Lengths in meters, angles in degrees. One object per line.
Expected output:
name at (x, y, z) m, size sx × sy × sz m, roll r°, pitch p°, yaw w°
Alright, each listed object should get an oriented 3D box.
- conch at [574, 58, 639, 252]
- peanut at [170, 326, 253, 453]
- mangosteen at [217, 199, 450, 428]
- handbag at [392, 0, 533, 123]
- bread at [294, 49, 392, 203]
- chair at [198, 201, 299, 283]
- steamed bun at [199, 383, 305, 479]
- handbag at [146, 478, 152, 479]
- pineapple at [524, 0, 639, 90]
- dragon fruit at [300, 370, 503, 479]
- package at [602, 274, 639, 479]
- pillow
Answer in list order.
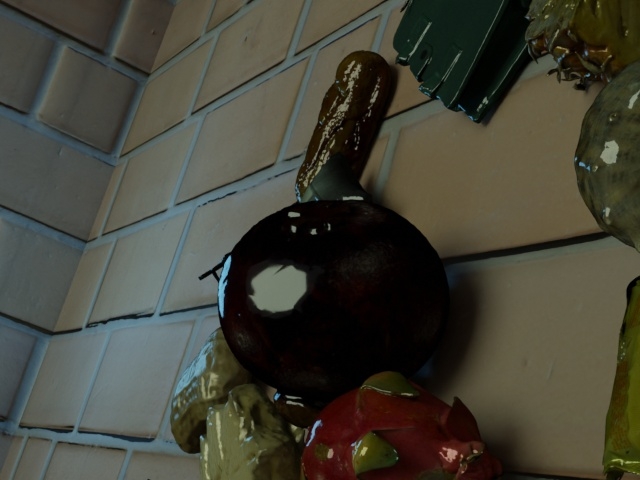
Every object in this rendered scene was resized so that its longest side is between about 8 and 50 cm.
conch at (0.335, -0.107, 1.089) m, size 0.210 × 0.159 × 0.291 m, roll -57°, pitch 23°, yaw 20°
peanut at (-0.185, 0.254, 1.879) m, size 0.233 × 0.110 × 0.196 m, roll -49°, pitch 20°, yaw 32°
mangosteen at (0.022, 0.088, 1.426) m, size 0.297 × 0.293 × 0.297 m, roll -20°, pitch 36°, yaw 15°
handbag at (0.215, -0.329, 1.637) m, size 0.238 × 0.089 × 0.326 m, roll -59°, pitch 24°, yaw 17°
bread at (0.026, -0.165, 1.873) m, size 0.124 × 0.084 × 0.344 m, roll 12°, pitch 79°, yaw 66°
chair at (-0.094, 0.033, 1.951) m, size 0.229 × 0.113 × 0.106 m, roll -35°, pitch 1°, yaw -41°
steamed bun at (-0.072, 0.338, 1.489) m, size 0.292 × 0.137 × 0.295 m, roll -170°, pitch 84°, yaw -68°
handbag at (-0.315, 0.549, 1.904) m, size 0.223 × 0.080 × 0.247 m, roll -64°, pitch 24°, yaw 2°
pineapple at (0.325, -0.284, 1.338) m, size 0.186 × 0.114 × 0.236 m, roll -54°, pitch 23°, yaw 25°
dragon fruit at (0.087, 0.259, 1.210) m, size 0.224 × 0.224 × 0.227 m, roll -63°, pitch 26°, yaw 4°
package at (0.321, 0.118, 0.990) m, size 0.168 × 0.090 × 0.226 m, roll -26°, pitch 42°, yaw 60°
pillow at (0.000, 0.000, 1.743) m, size 0.250 × 0.106 × 0.186 m, roll -62°, pitch 23°, yaw 19°
